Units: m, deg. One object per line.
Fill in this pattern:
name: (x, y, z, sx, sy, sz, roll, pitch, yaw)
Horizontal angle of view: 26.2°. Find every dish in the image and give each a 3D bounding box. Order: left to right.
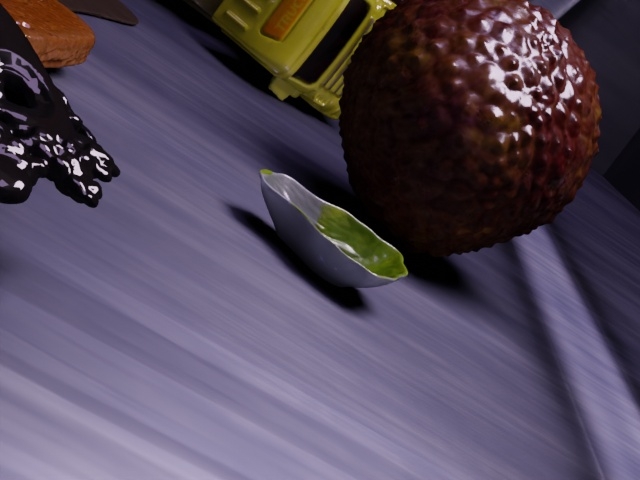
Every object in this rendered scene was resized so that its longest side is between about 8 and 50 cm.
dish: (0.000, 0.000, 1.055, 0.137, 0.039, 0.091, 37, 18, 9)

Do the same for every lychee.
lychee: (0.140, -0.112, 1.302, 0.261, 0.260, 0.260, 34, 13, -9)

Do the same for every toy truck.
toy truck: (-0.093, -0.331, 1.679, 0.405, 0.180, 0.254, 43, 13, 30)

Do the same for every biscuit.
biscuit: (-0.266, -0.186, 1.037, 0.186, 0.036, 0.192, 34, 13, 4)

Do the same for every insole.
insole: (-0.268, -0.248, 1.318, 0.111, 0.007, 0.328, 42, 14, 18)

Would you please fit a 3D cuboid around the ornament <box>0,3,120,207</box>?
ornament: (-0.237, -0.098, 0.696, 0.251, 0.106, 0.260, 15, 33, -41)
